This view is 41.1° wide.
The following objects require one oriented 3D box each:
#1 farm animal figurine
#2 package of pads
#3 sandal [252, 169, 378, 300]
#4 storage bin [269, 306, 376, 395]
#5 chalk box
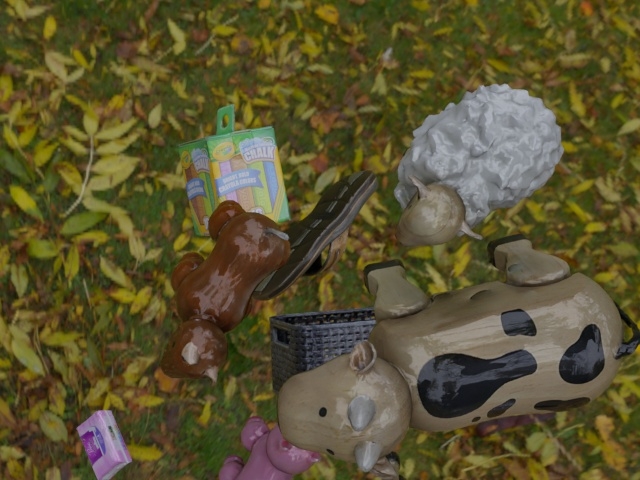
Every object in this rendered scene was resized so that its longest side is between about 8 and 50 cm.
[{"bbox_3d":[0.060,0.108,0.563,0.327,0.172,0.330,-27,110,2],"label":"farm animal figurine"},{"bbox_3d":[-0.293,0.277,1.155,0.050,0.032,0.083,-40,64,17],"label":"package of pads"},{"bbox_3d":[0.000,0.000,1.056,0.219,0.090,0.060,-48,119,-23],"label":"sandal"},{"bbox_3d":[0.045,0.118,0.898,0.180,0.122,0.084,-2,91,-19],"label":"storage bin"},{"bbox_3d":[-0.153,-0.123,1.462,0.132,0.132,0.212,-15,96,-29],"label":"chalk box"}]
